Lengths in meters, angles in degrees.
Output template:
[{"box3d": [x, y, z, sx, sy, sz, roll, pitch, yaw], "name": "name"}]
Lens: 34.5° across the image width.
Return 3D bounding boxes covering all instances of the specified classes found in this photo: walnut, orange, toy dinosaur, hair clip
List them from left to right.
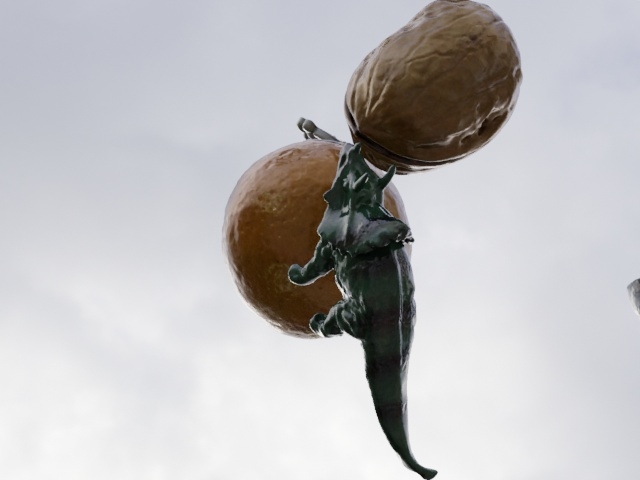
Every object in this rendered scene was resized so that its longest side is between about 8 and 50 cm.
[{"box3d": [0.000, 0.000, 1.122, 0.193, 0.219, 0.219, 14, -44, 32], "name": "orange"}, {"box3d": [0.054, -0.127, 1.783, 0.140, 0.054, 0.220, 35, -10, 47], "name": "hair clip"}, {"box3d": [0.037, 0.061, 0.893, 0.120, 0.079, 0.291, 9, -75, 51], "name": "toy dinosaur"}, {"box3d": [0.102, -0.132, 0.936, 0.144, 0.180, 0.144, 42, -25, 25], "name": "walnut"}]

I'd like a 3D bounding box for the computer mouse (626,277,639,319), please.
[{"box3d": [0.439, 0.100, 1.237, 0.172, 0.057, 0.099, 29, -24, 34], "name": "computer mouse"}]
